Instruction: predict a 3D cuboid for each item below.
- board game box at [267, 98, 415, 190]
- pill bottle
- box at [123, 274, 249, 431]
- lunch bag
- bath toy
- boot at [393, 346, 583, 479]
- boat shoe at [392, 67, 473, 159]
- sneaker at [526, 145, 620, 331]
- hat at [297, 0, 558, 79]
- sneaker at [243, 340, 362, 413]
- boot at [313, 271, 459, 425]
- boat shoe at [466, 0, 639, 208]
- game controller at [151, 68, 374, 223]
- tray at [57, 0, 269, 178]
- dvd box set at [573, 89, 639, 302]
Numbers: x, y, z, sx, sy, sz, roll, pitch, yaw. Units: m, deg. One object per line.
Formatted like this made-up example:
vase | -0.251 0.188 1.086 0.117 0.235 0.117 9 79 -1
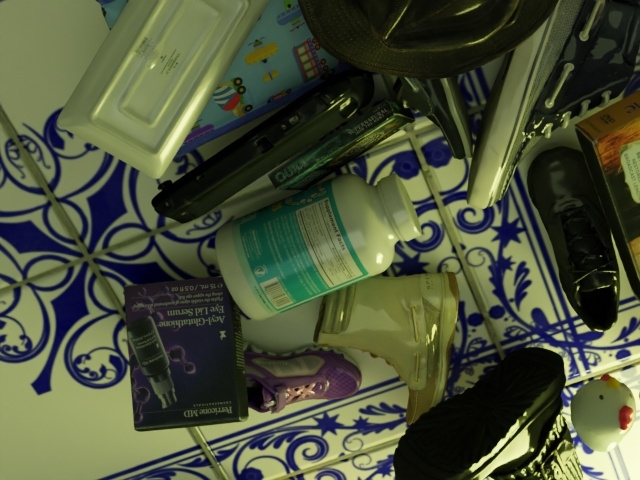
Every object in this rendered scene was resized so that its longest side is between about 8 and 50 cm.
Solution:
board game box | 0.030 -0.123 1.477 0.186 0.126 0.026 -31 83 15
pill bottle | 0.000 0.000 1.532 0.264 0.146 0.146 -22 118 11
box | -0.188 0.161 1.586 0.153 0.108 0.207 -7 81 2
lunch bag | -0.100 -0.269 1.395 0.293 0.138 0.221 -22 116 0
bath toy | 0.545 0.229 1.665 0.348 0.129 0.151 -7 81 -11
boot | 0.266 0.348 1.673 0.348 0.131 0.260 -29 123 -29
boat shoe | 0.136 -0.203 1.460 0.079 0.084 0.233 -21 116 20
sneaker | 0.367 0.001 1.553 0.109 0.130 0.286 -20 118 13
hat | 0.134 -0.285 1.264 0.331 0.134 0.331 -1 131 -1
sneaker | -0.054 0.217 1.682 0.236 0.104 0.095 5 119 -6
boot | 0.089 0.161 1.657 0.203 0.095 0.262 4 118 -4
boat shoe | 0.304 -0.180 1.444 0.158 0.127 0.340 15 118 -1
game controller | -0.072 -0.124 1.447 0.319 0.166 0.067 -31 96 19
tray | -0.179 -0.214 1.315 0.145 0.030 0.270 30 97 -24
dvd box set | 0.570 -0.118 1.471 0.420 0.062 0.307 -27 122 0
